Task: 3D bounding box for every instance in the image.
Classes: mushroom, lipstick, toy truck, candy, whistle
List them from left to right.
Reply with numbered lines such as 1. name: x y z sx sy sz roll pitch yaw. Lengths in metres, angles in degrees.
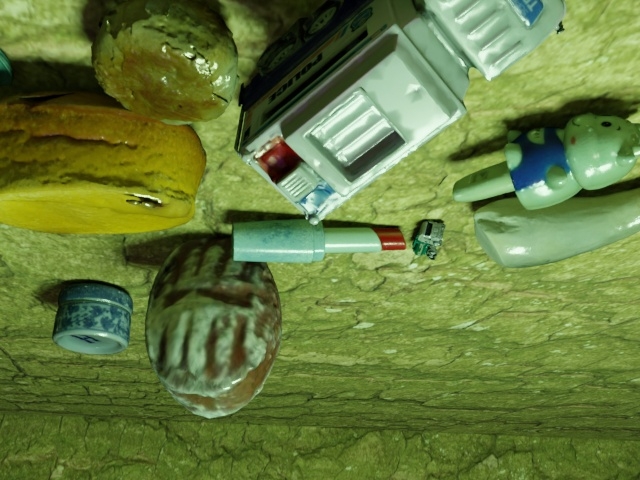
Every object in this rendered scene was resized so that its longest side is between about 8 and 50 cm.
1. candy: -0.170 0.126 1.096 0.214 0.289 0.157 -4 147 2
2. lipstick: 0.000 0.000 1.069 0.274 0.068 0.061 -1 149 -11
3. toy truck: 0.062 -0.146 0.554 0.268 0.155 0.124 -36 119 23
4. toy truck: 0.171 -0.001 1.090 0.044 0.039 0.083 14 157 5
5. whistle: 0.273 -0.094 0.820 0.244 0.110 0.092 -14 119 30
6. mushroom: 0.356 -0.027 0.968 0.270 0.103 0.118 -13 159 7

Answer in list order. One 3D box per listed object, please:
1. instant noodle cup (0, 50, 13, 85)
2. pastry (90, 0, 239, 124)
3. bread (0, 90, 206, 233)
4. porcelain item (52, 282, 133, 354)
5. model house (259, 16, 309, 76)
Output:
1. instant noodle cup: -0.431 -0.187 0.692 0.179 0.070 0.157 -1 153 9
2. pastry: -0.153 -0.176 0.681 0.153 0.081 0.153 3 159 1
3. bread: -0.270 -0.089 0.800 0.269 0.143 0.195 0 166 -6
4. porcelain item: -0.450 0.154 1.361 0.147 0.114 0.147 0 154 0
5. model house: 0.011 -0.142 0.739 0.152 0.106 0.165 7 168 -24
